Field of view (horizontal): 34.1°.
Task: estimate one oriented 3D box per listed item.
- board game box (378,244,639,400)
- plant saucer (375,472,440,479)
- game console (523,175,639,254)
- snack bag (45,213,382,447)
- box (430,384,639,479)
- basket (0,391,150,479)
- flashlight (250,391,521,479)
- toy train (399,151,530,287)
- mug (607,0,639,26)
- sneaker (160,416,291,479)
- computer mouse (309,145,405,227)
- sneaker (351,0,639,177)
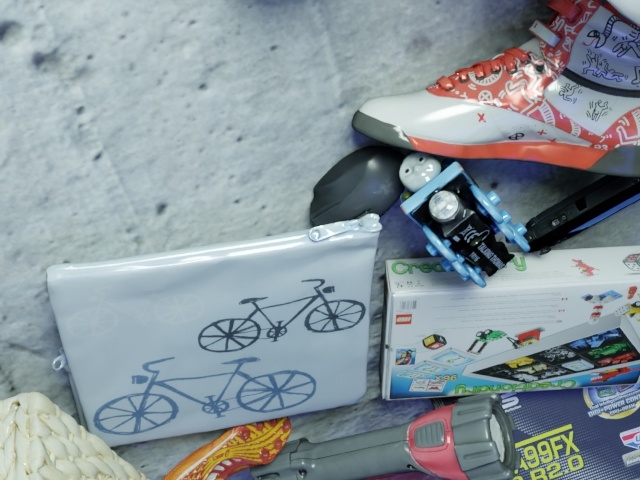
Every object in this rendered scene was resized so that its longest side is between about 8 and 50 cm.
[{"bbox_3d":[0.219,0.094,1.146,0.305,0.053,0.193,-3,137,-3],"label":"board game box"},{"bbox_3d":[0.224,0.364,1.447,0.332,0.084,0.332,-11,138,-10],"label":"plant saucer"},{"bbox_3d":[0.359,-0.078,0.999,0.361,0.044,0.213,-33,159,35],"label":"game console"},{"bbox_3d":[-0.106,0.100,1.058,0.323,0.037,0.342,-8,143,-8],"label":"snack bag"},{"bbox_3d":[0.296,0.250,1.289,0.270,0.060,0.216,-19,103,0],"label":"box"},{"bbox_3d":[-0.319,0.372,1.056,0.266,0.328,0.331,-22,140,9],"label":"basket"},{"bbox_3d":[0.076,0.257,1.224,0.304,0.103,0.103,-18,97,26],"label":"flashlight"},{"bbox_3d":[0.126,-0.023,0.960,0.080,0.105,0.184,-41,152,9],"label":"toy train"},{"bbox_3d":[0.278,-0.340,0.549,0.276,0.374,0.328,-22,180,-45],"label":"mug"},{"bbox_3d":[-0.113,0.246,1.208,0.175,0.067,0.064,-28,105,-23],"label":"sneaker"},{"bbox_3d":[0.000,0.000,1.012,0.071,0.041,0.242,18,127,-35],"label":"computer mouse"},{"bbox_3d":[0.167,-0.143,0.900,0.270,0.090,0.145,7,106,1],"label":"sneaker"}]
